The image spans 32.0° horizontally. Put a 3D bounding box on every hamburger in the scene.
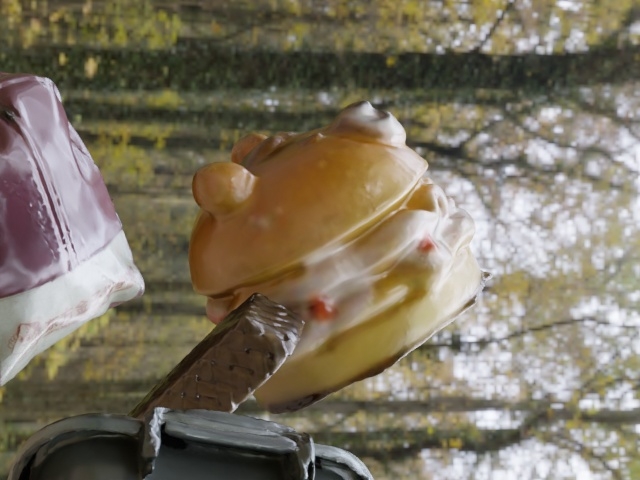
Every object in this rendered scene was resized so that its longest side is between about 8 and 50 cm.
[{"bbox_3d":[0.000,0.000,1.047,0.237,0.276,0.276,61,-12,-7],"label":"hamburger"}]

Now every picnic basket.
[{"bbox_3d":[-0.097,0.121,0.892,0.193,0.055,0.110,-43,-175,11],"label":"picnic basket"}]

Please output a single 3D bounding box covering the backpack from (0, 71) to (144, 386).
[{"bbox_3d":[-0.350,-0.024,1.207,0.283,0.197,0.317,-41,128,-49],"label":"backpack"}]

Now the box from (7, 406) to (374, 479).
[{"bbox_3d":[-0.068,0.204,0.459,0.135,0.163,0.243,-112,-140,-58],"label":"box"}]
